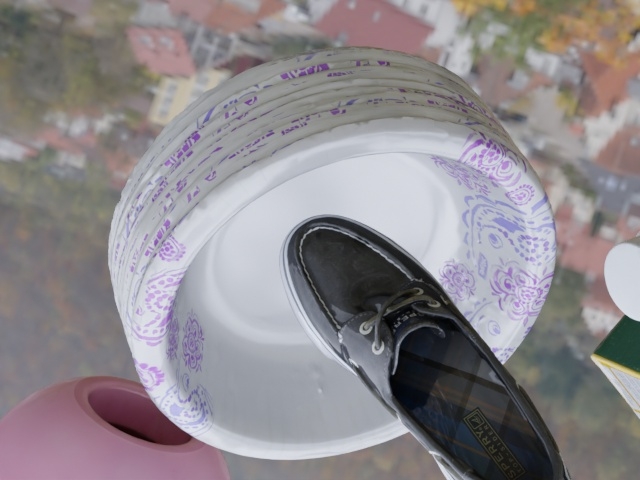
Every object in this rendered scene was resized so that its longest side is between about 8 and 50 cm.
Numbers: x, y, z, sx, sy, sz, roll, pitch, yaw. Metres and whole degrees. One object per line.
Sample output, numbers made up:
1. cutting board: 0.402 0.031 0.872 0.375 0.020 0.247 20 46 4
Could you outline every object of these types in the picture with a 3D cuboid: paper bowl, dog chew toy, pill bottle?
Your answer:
1. paper bowl: 0.000 0.000 0.972 0.284 0.284 0.148 21 -152 -37
2. dog chew toy: -0.201 0.275 1.147 0.207 0.331 0.206 22 -166 -6
3. pill bottle: 0.298 0.013 1.165 0.137 0.078 0.078 -18 -162 -30

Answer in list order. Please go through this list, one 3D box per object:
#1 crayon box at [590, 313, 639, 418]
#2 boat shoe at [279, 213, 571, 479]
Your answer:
1. crayon box: 0.409 0.176 1.276 0.203 0.083 0.323 49 168 -29
2. boat shoe: 0.055 0.066 0.806 0.228 0.080 0.076 54 170 21
